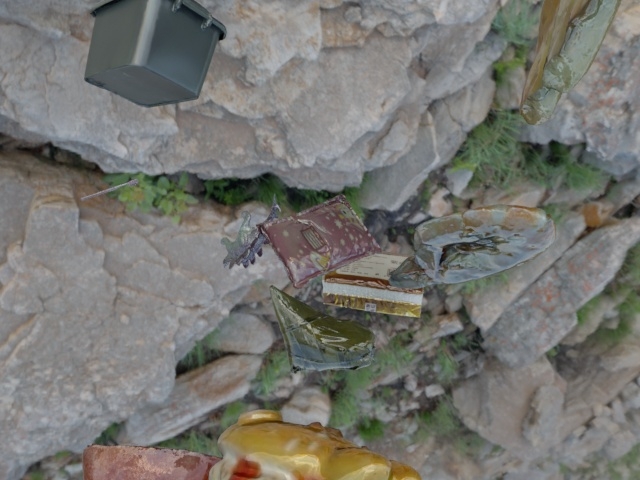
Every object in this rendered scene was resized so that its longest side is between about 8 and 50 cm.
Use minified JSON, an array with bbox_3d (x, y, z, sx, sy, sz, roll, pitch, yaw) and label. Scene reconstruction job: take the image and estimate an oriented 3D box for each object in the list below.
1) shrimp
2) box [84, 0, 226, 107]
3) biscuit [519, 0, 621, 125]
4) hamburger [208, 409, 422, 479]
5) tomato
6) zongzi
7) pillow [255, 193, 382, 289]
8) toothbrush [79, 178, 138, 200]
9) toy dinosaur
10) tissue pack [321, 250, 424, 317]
[{"bbox_3d":[0.185,0.014,0.781,0.164,0.062,0.317,26,150,-26],"label":"shrimp"},{"bbox_3d":[-0.149,-0.163,0.466,0.084,0.122,0.069,20,80,-46],"label":"box"},{"bbox_3d":[0.205,-0.201,0.373,0.045,0.154,0.299,13,173,6],"label":"biscuit"},{"bbox_3d":[-0.018,0.332,0.693,0.261,0.186,0.302,30,155,-14],"label":"hamburger"},{"bbox_3d":[-0.344,0.532,1.136,0.338,0.144,0.338,5,150,3],"label":"tomato"},{"bbox_3d":[0.010,0.221,1.411,0.250,0.125,0.274,-7,116,17],"label":"zongzi"},{"bbox_3d":[0.000,0.000,0.762,0.185,0.118,0.043,-19,155,-42],"label":"pillow"},{"bbox_3d":[-0.343,-0.081,0.870,0.097,0.008,0.006,-19,144,-5],"label":"toothbrush"},{"bbox_3d":[-0.114,-0.005,0.876,0.039,0.082,0.209,12,138,-32],"label":"toy dinosaur"},{"bbox_3d":[0.125,0.088,1.240,0.226,0.183,0.092,5,114,9],"label":"tissue pack"}]
